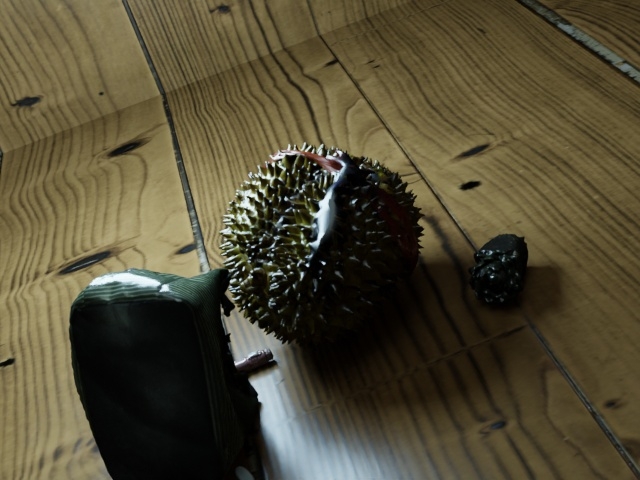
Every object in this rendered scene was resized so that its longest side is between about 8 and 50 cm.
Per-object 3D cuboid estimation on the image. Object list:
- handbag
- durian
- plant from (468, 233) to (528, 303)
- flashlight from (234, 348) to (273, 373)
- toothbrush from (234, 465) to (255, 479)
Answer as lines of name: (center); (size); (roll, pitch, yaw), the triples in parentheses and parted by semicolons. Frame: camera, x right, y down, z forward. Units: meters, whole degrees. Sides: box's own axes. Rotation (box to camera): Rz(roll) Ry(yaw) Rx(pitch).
handbag: (-0.227, 0.191, 1.588); (0.247, 0.341, 0.240); (-6, 16, 18)
durian: (0.004, 0.001, 1.754); (0.347, 0.348, 0.384); (12, 30, 42)
plant: (0.298, 0.045, 1.728); (0.092, 0.094, 0.143); (8, 34, 21)
flashlight: (-0.133, 0.210, 1.763); (0.110, 0.031, 0.052); (-23, 30, -5)
toothbrush: (-0.045, 0.393, 1.435); (0.021, 0.024, 0.288); (-34, 35, -18)
